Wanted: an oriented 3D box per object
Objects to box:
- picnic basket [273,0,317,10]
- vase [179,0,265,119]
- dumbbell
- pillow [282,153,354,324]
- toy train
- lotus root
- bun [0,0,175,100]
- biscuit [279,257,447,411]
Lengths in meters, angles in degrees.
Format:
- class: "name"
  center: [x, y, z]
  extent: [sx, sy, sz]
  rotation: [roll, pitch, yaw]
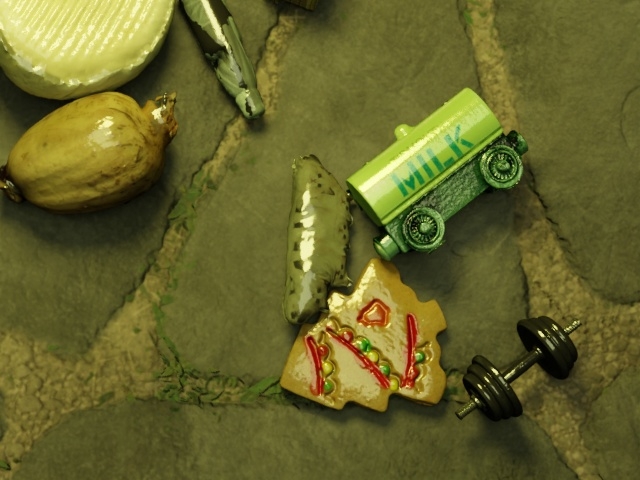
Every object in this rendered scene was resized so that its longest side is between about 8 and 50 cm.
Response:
- class: "picnic basket"
  center: [-0.019, -0.406, 1.961]
  extent: [0.080, 0.115, 0.164]
  rotation: [19, 80, -3]
- class: "vase"
  center: [-0.130, -0.260, 1.957]
  extent: [0.060, 0.060, 0.211]
  rotation: [-25, 82, -8]
- class: "dumbbell"
  center: [0.262, 0.169, 1.894]
  extent: [0.208, 0.099, 0.099]
  rotation: [-37, 85, -10]
- class: "pillow"
  center: [0.001, -0.001, 1.924]
  extent: [0.093, 0.051, 0.241]
  rotation: [6, 71, -10]
- class: "toy train"
  center: [0.151, -0.091, 1.920]
  extent: [0.253, 0.105, 0.157]
  rotation: [-38, 94, -7]
- class: "lotus root"
  center: [-0.298, -0.108, 1.881]
  extent: [0.257, 0.154, 0.140]
  rotation: [-22, 49, 8]
- class: "bun"
  center: [-0.333, -0.326, 1.914]
  extent: [0.287, 0.146, 0.287]
  rotation: [2, 84, -18]
- class: "biscuit"
  center: [0.056, 0.145, 1.914]
  extent: [0.239, 0.041, 0.212]
  rotation: [-23, 84, -8]
